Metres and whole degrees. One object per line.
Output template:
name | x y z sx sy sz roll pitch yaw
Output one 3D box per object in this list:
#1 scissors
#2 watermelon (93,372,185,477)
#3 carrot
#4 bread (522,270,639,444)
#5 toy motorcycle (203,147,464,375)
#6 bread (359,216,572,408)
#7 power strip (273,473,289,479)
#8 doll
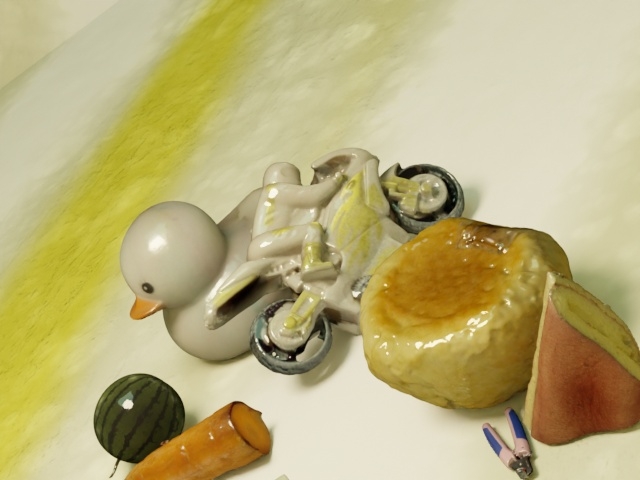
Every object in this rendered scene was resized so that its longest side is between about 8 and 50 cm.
scissors | 0.188 0.201 1.808 0.039 0.012 0.113 -35 26 4
watermelon | -0.220 0.221 2.182 0.133 0.105 0.105 -60 27 4
carrot | -0.156 0.250 2.088 0.205 0.072 0.072 -28 27 21
bread | 0.255 0.123 1.745 0.119 0.192 0.067 17 42 14
toy motorcycle | 0.000 0.000 2.178 0.223 0.108 0.341 34 65 17
bread | 0.159 0.078 1.915 0.244 0.134 0.244 -26 28 14
power strip | -0.028 0.300 1.891 0.060 0.027 0.252 -39 26 -4
doll | -0.136 0.022 2.280 0.251 0.221 0.221 -45 27 -17
